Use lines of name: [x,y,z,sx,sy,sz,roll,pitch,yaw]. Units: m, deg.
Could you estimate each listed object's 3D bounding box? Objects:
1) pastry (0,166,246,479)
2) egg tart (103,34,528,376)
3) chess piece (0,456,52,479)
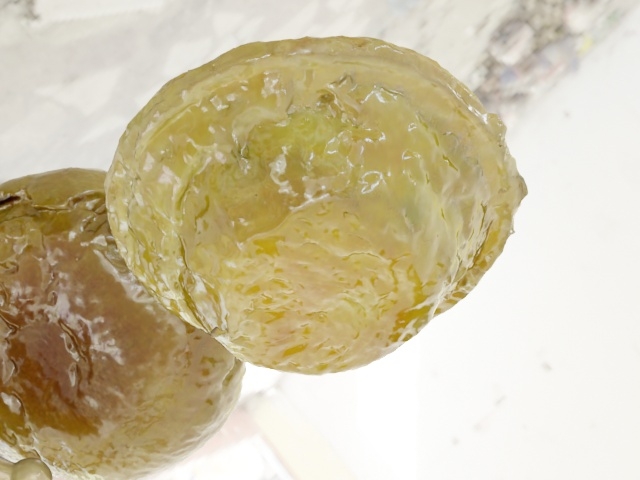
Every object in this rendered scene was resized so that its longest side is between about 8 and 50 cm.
pastry: [-0.245,0.094,1.265,0.356,0.356,0.164,-42,-179,10]
egg tart: [0.000,0.000,0.873,0.319,0.128,0.319,-5,137,-4]
chess piece: [-0.410,0.219,1.146,0.124,0.307,0.139,-179,-77,-81]
